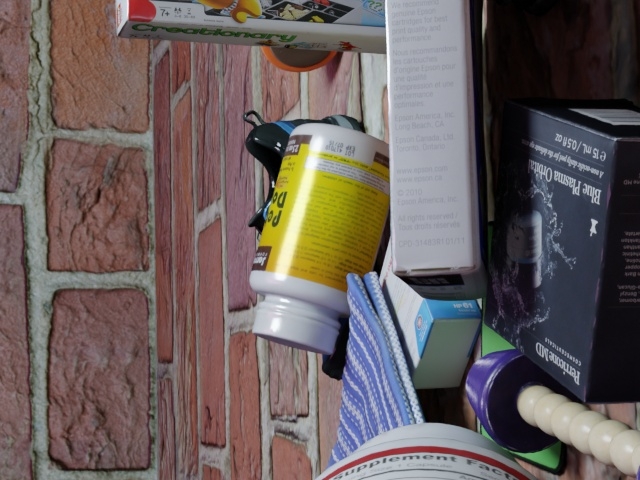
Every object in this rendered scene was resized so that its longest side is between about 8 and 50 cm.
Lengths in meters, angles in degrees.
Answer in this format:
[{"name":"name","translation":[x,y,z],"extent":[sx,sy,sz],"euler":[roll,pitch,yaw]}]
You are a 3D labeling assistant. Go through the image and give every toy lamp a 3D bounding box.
[{"name":"toy lamp","translation":[0.171,0.123,0.842],"extent":[0.275,0.080,0.080],"euler":[-155,67,-71]}]

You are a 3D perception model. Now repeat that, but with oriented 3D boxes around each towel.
[{"name":"towel","translation":[0.053,0.223,1.223],"extent":[0.336,0.040,0.243],"euler":[93,165,-46]}]

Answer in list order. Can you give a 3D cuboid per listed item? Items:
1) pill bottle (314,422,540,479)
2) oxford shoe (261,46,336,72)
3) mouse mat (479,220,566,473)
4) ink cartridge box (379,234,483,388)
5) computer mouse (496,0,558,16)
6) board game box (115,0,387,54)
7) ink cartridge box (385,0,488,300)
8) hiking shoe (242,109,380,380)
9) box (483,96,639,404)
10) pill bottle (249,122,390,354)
[{"name":"pill bottle","translation":[0.065,0.261,0.793],"extent":[0.407,0.229,0.229],"euler":[-62,-24,-77]},{"name":"oxford shoe","translation":[-0.017,-0.373,1.434],"extent":[0.132,0.130,0.363],"euler":[-98,17,-48]},{"name":"mouse mat","translation":[0.158,0.079,1.015],"extent":[0.152,0.007,0.189],"euler":[-176,85,-74]},{"name":"ink cartridge box","translation":[0.095,0.058,1.153],"extent":[0.122,0.052,0.088],"euler":[-109,25,-45]},{"name":"computer mouse","translation":[0.162,-0.271,0.909],"extent":[0.262,0.060,0.184],"euler":[139,130,-70]},{"name":"board game box","translation":[-0.023,-0.265,1.116],"extent":[0.053,0.305,0.193],"euler":[153,116,-69]},{"name":"ink cartridge box","translation":[0.088,-0.116,0.941],"extent":[0.303,0.072,0.307],"euler":[32,-124,-79]},{"name":"hiking shoe","translation":[-0.015,0.007,1.396],"extent":[0.113,0.132,0.304],"euler":[123,144,-62]},{"name":"box","translation":[0.177,0.000,0.795],"extent":[0.156,0.093,0.158],"euler":[-138,49,-69]},{"name":"pill bottle","translation":[0.000,0.000,1.280],"extent":[0.117,0.117,0.215],"euler":[162,124,-73]}]
